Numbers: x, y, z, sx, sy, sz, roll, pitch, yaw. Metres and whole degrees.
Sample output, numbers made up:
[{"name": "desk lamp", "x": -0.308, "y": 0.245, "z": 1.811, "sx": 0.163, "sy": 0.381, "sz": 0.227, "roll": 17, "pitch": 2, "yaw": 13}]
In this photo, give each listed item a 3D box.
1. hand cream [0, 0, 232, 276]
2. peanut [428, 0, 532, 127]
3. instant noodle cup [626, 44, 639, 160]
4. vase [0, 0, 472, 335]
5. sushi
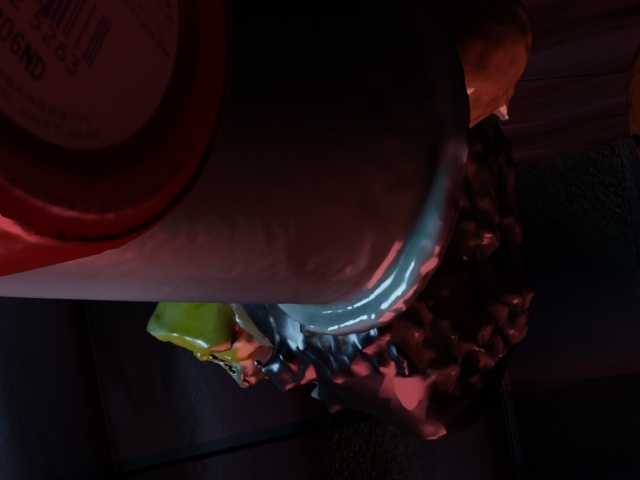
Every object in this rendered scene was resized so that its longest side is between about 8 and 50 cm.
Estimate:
[{"name": "hand cream", "x": -0.128, "y": -0.078, "z": 0.534, "sx": 0.125, "sy": 0.193, "sz": 0.193, "roll": -13, "pitch": 177, "yaw": 32}, {"name": "peanut", "x": 0.039, "y": -0.118, "z": 1.164, "sx": 0.224, "sy": 0.129, "sz": 0.129, "roll": -8, "pitch": 179, "yaw": 14}, {"name": "instant noodle cup", "x": 0.423, "y": -0.142, "z": 1.567, "sx": 0.215, "sy": 0.216, "sz": 0.236, "roll": -11, "pitch": -175, "yaw": 30}, {"name": "vase", "x": -0.099, "y": -0.064, "z": 0.965, "sx": 0.291, "sy": 0.245, "sz": 0.245, "roll": 2, "pitch": 171, "yaw": -36}, {"name": "sushi", "x": 0.000, "y": 0.000, "z": 1.399, "sx": 0.285, "sy": 0.329, "sz": 0.328, "roll": -12, "pitch": -165, "yaw": 29}]
